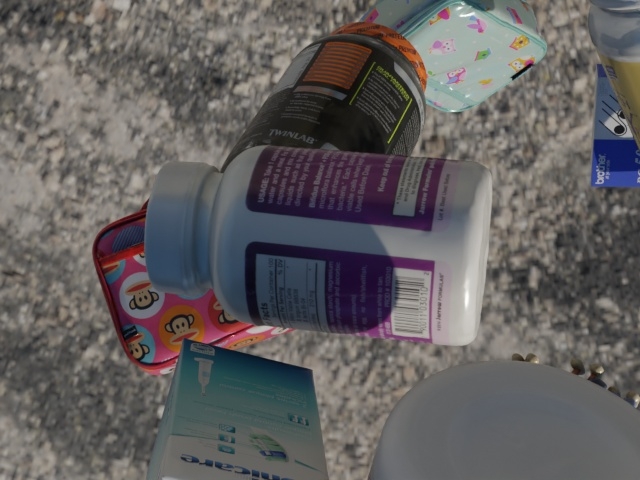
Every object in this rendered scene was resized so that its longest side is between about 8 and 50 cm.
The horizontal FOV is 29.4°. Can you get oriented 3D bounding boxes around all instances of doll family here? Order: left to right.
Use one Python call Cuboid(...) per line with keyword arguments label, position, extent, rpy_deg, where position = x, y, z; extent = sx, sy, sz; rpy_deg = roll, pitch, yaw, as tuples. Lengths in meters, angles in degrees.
Cuboid(label="doll family", position=(0.266, 0.191, 1.374), extent=(0.193, 0.111, 0.076), rpy_deg=(0, 117, 39))

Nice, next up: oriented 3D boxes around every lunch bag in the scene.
Cuboid(label="lunch bag", position=(-0.163, 0.031, 1.716), extent=(0.293, 0.258, 0.120), rpy_deg=(-20, 166, -2))
Cuboid(label="lunch bag", position=(0.202, -0.303, 1.887), extent=(0.224, 0.108, 0.279), rpy_deg=(-36, 146, 31))

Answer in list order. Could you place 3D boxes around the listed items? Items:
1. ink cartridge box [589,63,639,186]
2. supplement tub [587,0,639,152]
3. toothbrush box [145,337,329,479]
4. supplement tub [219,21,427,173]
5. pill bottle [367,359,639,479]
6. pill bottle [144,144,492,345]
Cuboid(label="ink cartridge box", position=(0.483, -0.181, 1.943), extent=(0.097, 0.046, 0.207), rpy_deg=(1, 128, 9))
Cuboid(label="supplement tub", position=(0.479, -0.235, 1.525), extent=(0.241, 0.241, 0.331), rpy_deg=(-21, 120, 19))
Cuboid(label="toothbrush box", position=(-0.082, 0.232, 0.959), extent=(0.126, 0.295, 0.216), rpy_deg=(14, 101, -6))
Cuboid(label="supplement tub", position=(0.016, -0.134, 1.621), extent=(0.207, 0.338, 0.207), rpy_deg=(15, 135, 15))
Cuboid(label="pill bottle", position=(0.119, 0.311, 0.931), extent=(0.229, 0.229, 0.408), rpy_deg=(9, 124, -3))
Cuboid(label="pill bottle", position=(0.000, 0.000, 1.121), extent=(0.301, 0.169, 0.169), rpy_deg=(6, 128, 10))
